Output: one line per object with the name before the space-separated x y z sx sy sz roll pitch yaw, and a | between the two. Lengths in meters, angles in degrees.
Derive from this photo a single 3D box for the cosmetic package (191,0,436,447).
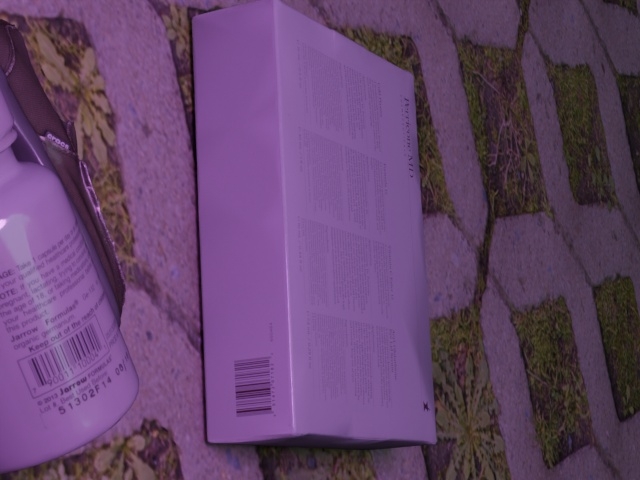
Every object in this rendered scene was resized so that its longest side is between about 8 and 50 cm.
cosmetic package | 0.000 0.000 1.388 0.284 0.097 0.377 16 68 -58

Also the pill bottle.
pill bottle | -0.211 0.018 0.948 0.131 0.131 0.229 -48 124 -56

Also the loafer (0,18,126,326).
loafer | -0.192 -0.045 1.042 0.087 0.094 0.251 -47 123 -53
